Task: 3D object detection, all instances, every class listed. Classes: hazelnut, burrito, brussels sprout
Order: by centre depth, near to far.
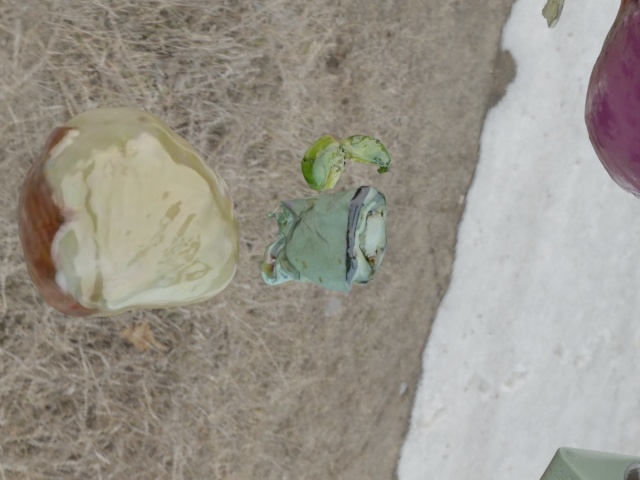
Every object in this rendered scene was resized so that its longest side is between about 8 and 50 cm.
[{"bbox_3d":[0.022,-0.077,0.782,0.083,0.046,0.051,-17,111,10],"label":"brussels sprout"},{"bbox_3d":[-0.216,-0.009,0.945,0.261,0.241,0.261,1,117,2],"label":"hazelnut"},{"bbox_3d":[0.000,0.000,1.196,0.089,0.229,0.144,12,82,-36],"label":"burrito"}]

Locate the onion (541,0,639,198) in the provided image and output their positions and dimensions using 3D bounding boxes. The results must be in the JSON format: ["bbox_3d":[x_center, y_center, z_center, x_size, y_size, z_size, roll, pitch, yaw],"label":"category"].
[{"bbox_3d":[0.230,-0.102,0.424,0.207,0.201,0.200,-32,133,22],"label":"onion"}]

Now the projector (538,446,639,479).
[{"bbox_3d":[0.341,0.270,0.674,0.259,0.257,0.079,15,110,-32],"label":"projector"}]
